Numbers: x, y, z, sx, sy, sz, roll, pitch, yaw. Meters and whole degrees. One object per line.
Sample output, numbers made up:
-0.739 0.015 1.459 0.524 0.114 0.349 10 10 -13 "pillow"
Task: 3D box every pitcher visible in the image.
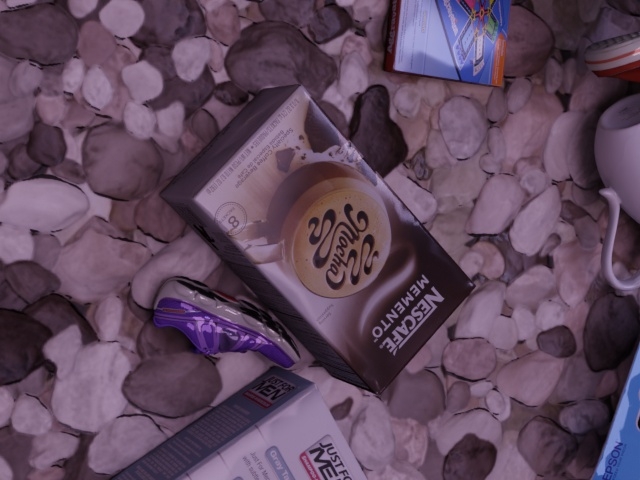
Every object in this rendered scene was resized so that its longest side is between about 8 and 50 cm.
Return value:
0.386 -0.055 1.551 0.178 0.125 0.207 -35 115 -12 "pitcher"

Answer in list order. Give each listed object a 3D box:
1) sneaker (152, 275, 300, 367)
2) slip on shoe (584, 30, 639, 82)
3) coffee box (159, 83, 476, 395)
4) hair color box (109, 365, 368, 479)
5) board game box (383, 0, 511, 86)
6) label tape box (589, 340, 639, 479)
-0.101 0.097 1.389 0.170 0.068 0.071 26 99 -15 "sneaker"
0.437 -0.187 1.467 0.331 0.123 0.101 0 90 -32 "slip on shoe"
0.000 0.000 1.383 0.168 0.119 0.297 -48 110 -14 "coffee box"
-0.132 0.315 1.357 0.374 0.113 0.185 -33 107 -17 "hair color box"
0.154 -0.322 1.473 0.145 0.027 0.281 5 92 -23 "board game box"
0.485 0.222 1.621 0.347 0.115 0.249 20 86 -21 "label tape box"
